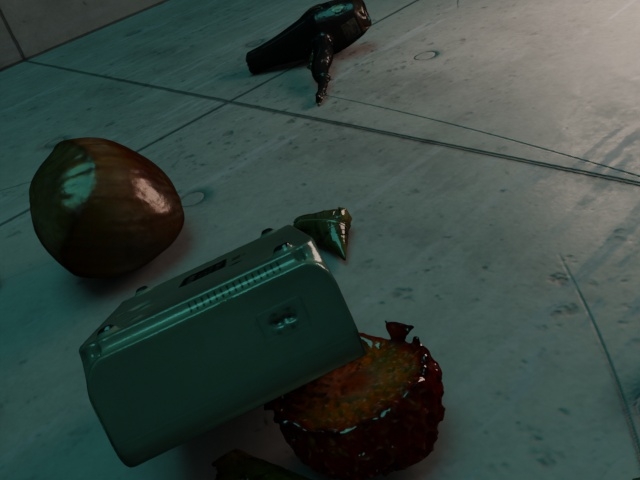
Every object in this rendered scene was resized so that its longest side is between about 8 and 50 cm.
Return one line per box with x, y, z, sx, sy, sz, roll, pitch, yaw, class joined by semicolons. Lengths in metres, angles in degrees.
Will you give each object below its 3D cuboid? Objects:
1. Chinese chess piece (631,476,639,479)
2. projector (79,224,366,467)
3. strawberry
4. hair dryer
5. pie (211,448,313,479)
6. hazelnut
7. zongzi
0.198;0.231;0.290;0.250;0.103;0.249;-12;32;8;Chinese chess piece
-0.088;0.072;0.571;0.198;0.108;0.250;-25;9;-4;projector
0.034;0.136;0.520;0.145;0.086;0.145;-15;29;8;strawberry
-0.035;-0.377;1.347;0.304;0.120;0.359;-17;40;15;hair dryer
-0.028;0.210;0.490;0.170;0.034;0.092;8;30;31;pie
-0.292;-0.044;0.877;0.214;0.176;0.214;17;40;-15;hazelnut
0.000;0.000;0.802;0.076;0.040;0.083;-12;49;20;zongzi
